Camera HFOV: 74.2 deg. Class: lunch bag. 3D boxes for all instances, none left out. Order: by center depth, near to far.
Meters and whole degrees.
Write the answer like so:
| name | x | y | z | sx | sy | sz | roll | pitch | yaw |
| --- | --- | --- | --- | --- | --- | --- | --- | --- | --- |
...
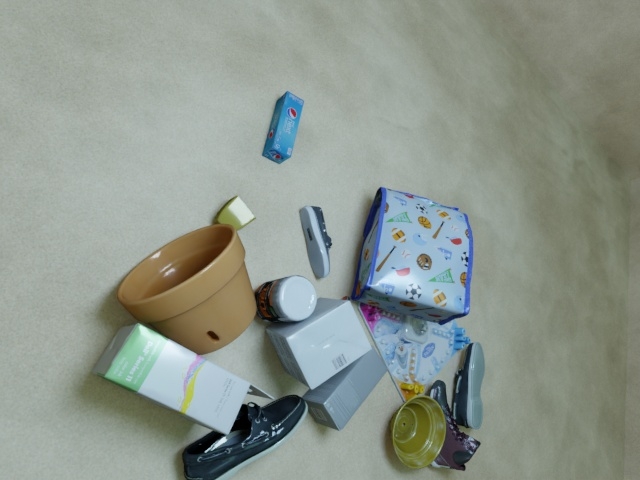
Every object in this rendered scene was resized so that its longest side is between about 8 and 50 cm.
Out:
| name | x | y | z | sx | sy | sz | roll | pitch | yaw |
| --- | --- | --- | --- | --- | --- | --- | --- | --- | --- |
| lunch bag | 0.299 | 0.038 | 1.358 | 0.327 | 0.239 | 0.386 | 16 | 68 | -7 |

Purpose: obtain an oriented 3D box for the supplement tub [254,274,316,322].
| name | x | y | z | sx | sy | sz | roll | pitch | yaw |
| --- | --- | --- | --- | --- | --- | --- | --- | --- | --- |
| supplement tub | -0.105 | 0.160 | 1.128 | 0.116 | 0.190 | 0.117 | 9 | 73 | -33 |

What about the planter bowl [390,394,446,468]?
| name | x | y | z | sx | sy | sz | roll | pitch | yaw |
| --- | --- | --- | --- | --- | --- | --- | --- | --- | --- |
| planter bowl | 0.292 | 0.600 | 1.355 | 0.217 | 0.090 | 0.218 | 3 | 83 | -28 |

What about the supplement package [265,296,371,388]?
| name | x | y | z | sx | sy | sz | roll | pitch | yaw |
| --- | --- | --- | --- | --- | --- | --- | --- | --- | --- |
| supplement package | -0.012 | 0.265 | 1.139 | 0.194 | 0.203 | 0.150 | -27 | 96 | -22 |

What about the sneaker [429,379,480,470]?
| name | x | y | z | sx | sy | sz | roll | pitch | yaw |
| --- | --- | --- | --- | --- | --- | --- | --- | --- | --- |
| sneaker | 0.448 | 0.616 | 1.402 | 0.106 | 0.162 | 0.282 | 10 | 80 | -54 |

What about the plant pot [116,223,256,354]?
| name | x | y | z | sx | sy | sz | roll | pitch | yaw |
| --- | --- | --- | --- | --- | --- | --- | --- | --- | --- |
| plant pot | -0.281 | 0.122 | 0.983 | 0.291 | 0.290 | 0.204 | -44 | 122 | -33 |

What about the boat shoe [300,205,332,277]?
| name | x | y | z | sx | sy | sz | roll | pitch | yaw |
| --- | --- | --- | --- | --- | --- | --- | --- | --- | --- |
| boat shoe | 0.000 | 0.000 | 1.312 | 0.076 | 0.080 | 0.229 | -10 | 77 | -34 |

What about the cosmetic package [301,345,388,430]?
| name | x | y | z | sx | sy | sz | roll | pitch | yaw |
| --- | --- | --- | --- | --- | --- | --- | --- | --- | --- |
| cosmetic package | 0.073 | 0.418 | 1.232 | 0.238 | 0.127 | 0.107 | -36 | 100 | -33 |

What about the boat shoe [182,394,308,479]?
| name | x | y | z | sx | sy | sz | roll | pitch | yaw |
| --- | --- | --- | --- | --- | --- | --- | --- | --- | --- |
| boat shoe | -0.183 | 0.464 | 1.046 | 0.339 | 0.127 | 0.113 | -24 | 105 | -26 |

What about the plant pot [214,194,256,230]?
| name | x | y | z | sx | sy | sz | roll | pitch | yaw |
| --- | --- | --- | --- | --- | --- | --- | --- | --- | --- |
| plant pot | -0.242 | -0.062 | 1.156 | 0.083 | 0.081 | 0.082 | -44 | 105 | -23 |

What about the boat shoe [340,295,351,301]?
| name | x | y | z | sx | sy | sz | roll | pitch | yaw |
| --- | --- | --- | --- | --- | --- | --- | --- | --- | --- |
| boat shoe | 0.042 | 0.214 | 1.307 | 0.137 | 0.049 | 0.043 | -42 | 102 | -29 |

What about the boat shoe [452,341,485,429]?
| name | x | y | z | sx | sy | sz | roll | pitch | yaw |
| --- | --- | --- | --- | --- | --- | --- | --- | --- | --- |
| boat shoe | 0.534 | 0.520 | 1.542 | 0.114 | 0.091 | 0.303 | 29 | 65 | -37 |

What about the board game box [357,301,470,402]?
| name | x | y | z | sx | sy | sz | roll | pitch | yaw |
| --- | --- | --- | --- | --- | --- | --- | --- | --- | --- |
| board game box | 0.349 | 0.298 | 1.494 | 0.389 | 0.050 | 0.390 | -30 | 97 | -35 |

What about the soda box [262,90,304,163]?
| name | x | y | z | sx | sy | sz | roll | pitch | yaw |
| --- | --- | --- | --- | --- | --- | --- | --- | --- | --- |
| soda box | -0.114 | -0.350 | 1.310 | 0.067 | 0.071 | 0.210 | 24 | 67 | -29 |

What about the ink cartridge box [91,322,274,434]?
| name | x | y | z | sx | sy | sz | roll | pitch | yaw |
| --- | --- | --- | --- | --- | --- | --- | --- | --- | --- |
| ink cartridge box | -0.302 | 0.324 | 0.944 | 0.353 | 0.207 | 0.119 | 37 | 60 | -22 |
